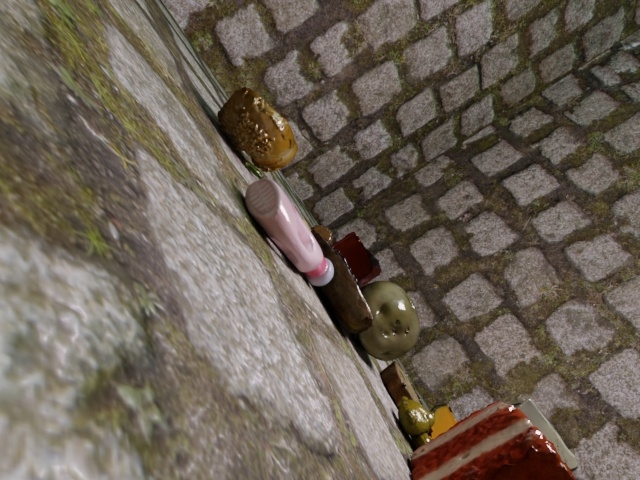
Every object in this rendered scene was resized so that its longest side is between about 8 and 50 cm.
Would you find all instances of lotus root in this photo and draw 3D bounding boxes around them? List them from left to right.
[{"bbox_3d":[0.025,0.119,1.269,0.330,0.078,0.167,57,-34,18],"label":"lotus root"},{"bbox_3d":[0.269,0.496,1.485,0.170,0.074,0.261,56,5,-20],"label":"lotus root"}]

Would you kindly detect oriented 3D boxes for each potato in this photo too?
[{"bbox_3d":[0.199,0.252,1.444,0.243,0.220,0.326,56,-2,7],"label":"potato"}]

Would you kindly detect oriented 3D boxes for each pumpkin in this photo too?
[{"bbox_3d":[0.484,0.752,1.724,0.190,0.139,0.280,61,0,-3],"label":"pumpkin"}]

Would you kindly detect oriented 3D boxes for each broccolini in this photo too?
[{"bbox_3d":[-0.179,-0.185,1.496,0.239,0.051,0.054,52,16,-45],"label":"broccolini"}]

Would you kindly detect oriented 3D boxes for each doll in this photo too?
[{"bbox_3d":[0.283,0.528,1.226,0.210,0.097,0.137,63,-3,1],"label":"doll"}]

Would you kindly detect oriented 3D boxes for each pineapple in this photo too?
[{"bbox_3d":[0.000,0.000,2.003,0.237,0.110,0.119,78,10,-83],"label":"pineapple"}]

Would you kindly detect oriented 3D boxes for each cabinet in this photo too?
[{"bbox_3d":[0.567,0.698,1.450,0.228,0.289,0.318,55,-20,16],"label":"cabinet"}]

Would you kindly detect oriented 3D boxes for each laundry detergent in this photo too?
[{"bbox_3d":[-0.060,-0.001,1.092,0.335,0.087,0.159,55,5,-46],"label":"laundry detergent"}]

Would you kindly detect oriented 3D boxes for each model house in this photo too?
[{"bbox_3d":[0.084,0.092,1.480,0.160,0.196,0.254,56,2,8],"label":"model house"}]

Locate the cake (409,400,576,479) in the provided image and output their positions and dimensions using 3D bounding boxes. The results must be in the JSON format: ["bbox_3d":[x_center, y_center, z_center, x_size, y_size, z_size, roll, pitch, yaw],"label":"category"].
[{"bbox_3d":[0.358,0.510,0.891,0.270,0.269,0.319,58,4,5],"label":"cake"}]

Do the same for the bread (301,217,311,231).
[{"bbox_3d":[-0.061,-0.024,1.620,0.115,0.056,0.082,62,5,-18],"label":"bread"}]

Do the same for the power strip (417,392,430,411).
[{"bbox_3d":[0.483,0.804,1.995,0.093,0.053,0.288,57,2,-26],"label":"power strip"}]

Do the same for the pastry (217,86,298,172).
[{"bbox_3d":[-0.201,-0.332,1.424,0.255,0.162,0.311,37,-4,15],"label":"pastry"}]
